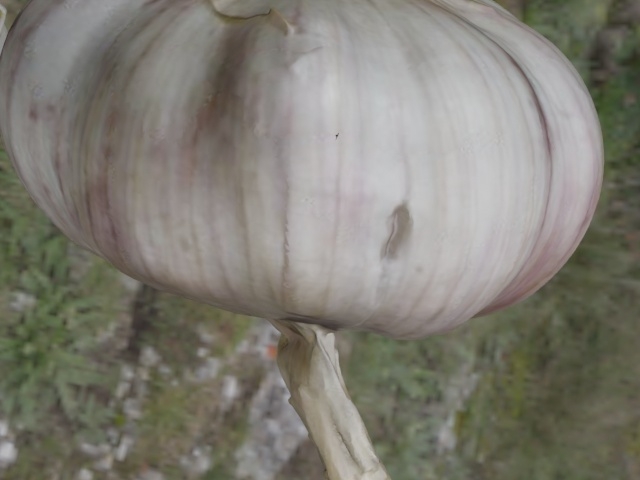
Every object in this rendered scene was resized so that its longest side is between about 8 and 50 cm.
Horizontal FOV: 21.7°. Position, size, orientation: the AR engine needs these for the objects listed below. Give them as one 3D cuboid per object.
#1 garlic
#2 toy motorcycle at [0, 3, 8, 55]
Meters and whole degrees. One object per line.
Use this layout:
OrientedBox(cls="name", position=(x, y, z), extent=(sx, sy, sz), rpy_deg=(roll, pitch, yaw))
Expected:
OrientedBox(cls="garlic", position=(0.000, 0.000, 0.697), extent=(0.245, 0.245, 0.253), rpy_deg=(-24, 119, -46))
OrientedBox(cls="toy motorcycle", position=(-0.259, -0.143, 0.966), extent=(0.130, 0.229, 0.094), rpy_deg=(25, 100, -44))
